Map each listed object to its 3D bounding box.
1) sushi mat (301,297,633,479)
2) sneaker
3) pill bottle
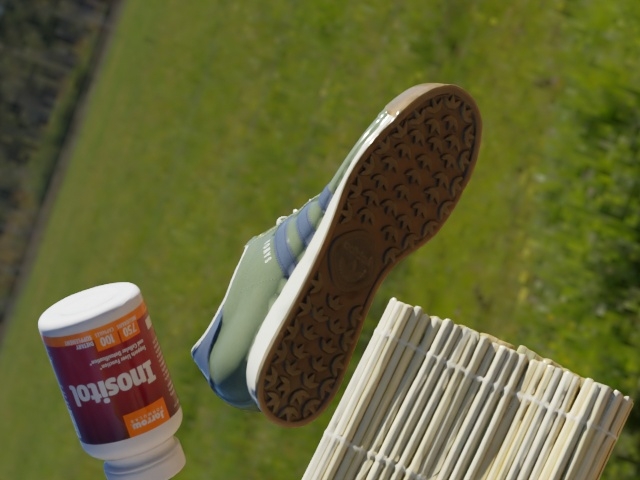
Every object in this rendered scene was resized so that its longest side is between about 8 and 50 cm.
[{"bbox_3d":[0.040,0.189,0.970,0.316,0.151,0.019,-63,-22,-18],"label":"sushi mat"},{"bbox_3d":[0.000,0.000,0.897,0.086,0.064,0.192,9,63,53],"label":"sneaker"},{"bbox_3d":[-0.159,0.117,1.423,0.086,0.086,0.152,-117,9,-75],"label":"pill bottle"}]
